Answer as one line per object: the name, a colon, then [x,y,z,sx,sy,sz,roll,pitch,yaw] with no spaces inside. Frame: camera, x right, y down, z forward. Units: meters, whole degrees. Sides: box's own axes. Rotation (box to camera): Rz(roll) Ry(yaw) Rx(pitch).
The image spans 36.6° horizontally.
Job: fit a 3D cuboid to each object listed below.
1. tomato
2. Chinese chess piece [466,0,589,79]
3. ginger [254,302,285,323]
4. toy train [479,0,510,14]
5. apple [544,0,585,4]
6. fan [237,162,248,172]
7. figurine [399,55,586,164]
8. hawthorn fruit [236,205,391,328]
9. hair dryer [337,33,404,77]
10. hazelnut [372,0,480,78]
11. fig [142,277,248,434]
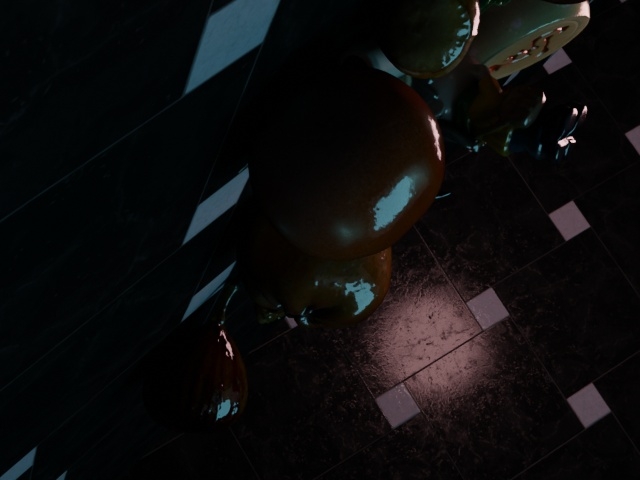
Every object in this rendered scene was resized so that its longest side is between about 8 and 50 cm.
tomato: [0.032,-0.103,1.249,0.256,0.256,0.224,-45,155,-7]
Chinese chess piece: [0.374,-0.399,1.827,0.273,0.102,0.273,-24,173,-3]
ginger: [-0.017,0.024,2.038,0.357,0.152,0.274,-50,172,15]
toy train: [0.202,-0.352,1.399,0.178,0.104,0.071,-42,176,-21]
apple: [0.261,-0.390,1.094,0.234,0.234,0.234,-45,173,-7]
fan: [-0.088,-0.125,1.374,0.083,0.004,0.056,-45,173,-6]
figurine: [0.221,-0.196,1.488,0.205,0.332,0.185,-60,163,22]
hawthorn fruit: [0.000,0.000,1.673,0.277,0.276,0.298,100,16,-78]
hair dryer: [0.035,-0.215,1.420,0.131,0.073,0.236,-36,177,-46]
hazelnut: [0.147,-0.286,1.267,0.150,0.150,0.150,-45,173,-7]
fig: [-0.237,0.226,1.971,0.217,0.216,0.321,-15,121,-77]
